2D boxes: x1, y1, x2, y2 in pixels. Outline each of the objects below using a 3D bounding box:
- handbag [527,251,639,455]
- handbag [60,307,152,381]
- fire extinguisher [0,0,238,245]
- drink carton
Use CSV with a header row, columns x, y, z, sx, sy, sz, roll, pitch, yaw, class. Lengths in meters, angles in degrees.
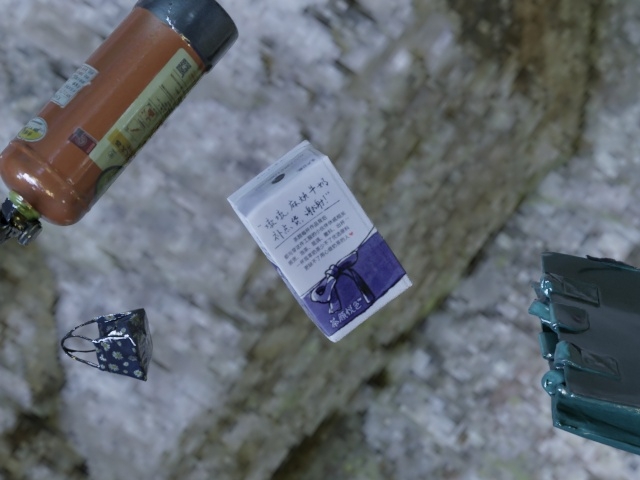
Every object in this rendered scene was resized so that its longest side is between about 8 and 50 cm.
x,y,z,sx,sy,sz,roll,pitch,yaw,class
0.394,0.145,2.066,0.238,0.089,0.326,16,-148,-9,handbag
-0.334,0.165,2.478,0.139,0.115,0.072,-2,-127,2,handbag
-0.246,-0.114,1.784,0.113,0.376,0.200,36,165,17,fire extinguisher
-0.001,0.000,2.050,0.222,0.134,0.102,55,176,-25,drink carton
